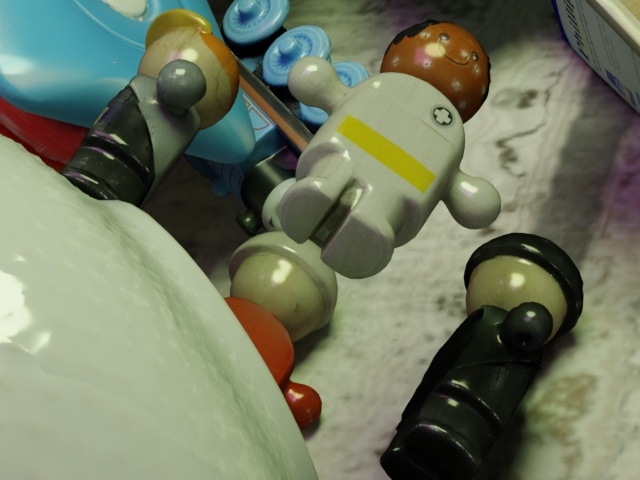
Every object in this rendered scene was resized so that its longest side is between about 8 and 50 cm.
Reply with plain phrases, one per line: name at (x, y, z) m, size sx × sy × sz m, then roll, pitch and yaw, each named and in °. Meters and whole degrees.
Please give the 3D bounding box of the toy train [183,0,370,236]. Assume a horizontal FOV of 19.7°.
toy train at (-0.025, -0.067, 1.025) m, size 0.105 × 0.080 × 0.184 m, roll -41°, pitch 44°, yaw 0°

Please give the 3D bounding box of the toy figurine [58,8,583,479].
toy figurine at (0.000, 0.000, 0.841) m, size 0.213 × 0.210 × 0.148 m, roll 1°, pitch 38°, yaw 32°

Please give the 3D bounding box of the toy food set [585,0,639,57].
toy food set at (0.283, -0.146, 0.843) m, size 0.306 × 0.092 × 0.220 m, roll -38°, pitch 73°, yaw -12°

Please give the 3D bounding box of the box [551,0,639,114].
box at (0.201, -0.132, 0.964) m, size 0.126 × 0.072 × 0.137 m, roll -30°, pitch 42°, yaw -3°

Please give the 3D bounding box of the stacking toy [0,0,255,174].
stacking toy at (-0.193, -0.040, 1.010) m, size 0.302 × 0.175 × 0.166 m, roll -45°, pitch 51°, yaw 31°

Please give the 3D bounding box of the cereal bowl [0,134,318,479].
cereal bowl at (-0.098, 0.088, 0.721) m, size 0.141 × 0.339 × 0.339 m, roll -31°, pitch 40°, yaw -18°
